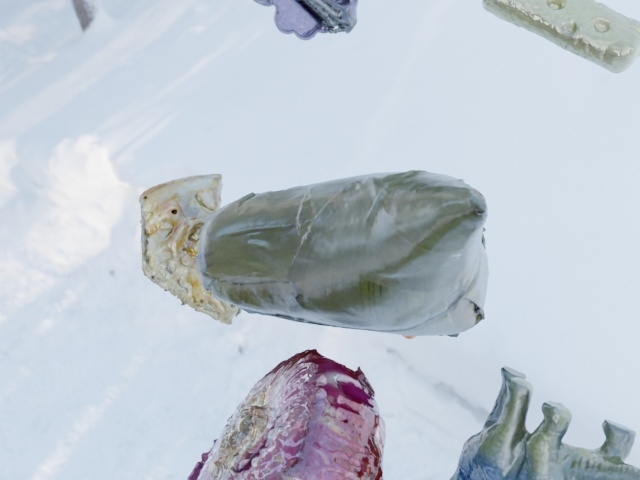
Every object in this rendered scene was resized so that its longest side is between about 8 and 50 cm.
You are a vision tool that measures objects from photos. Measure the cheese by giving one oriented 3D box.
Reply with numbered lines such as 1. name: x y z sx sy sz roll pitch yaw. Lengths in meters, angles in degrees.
1. cheese: 0.279 -0.258 0.761 0.194 0.043 0.065 32 77 17

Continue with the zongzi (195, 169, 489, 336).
1. zongzi: 0.000 0.000 0.701 0.356 0.393 0.174 4 79 13

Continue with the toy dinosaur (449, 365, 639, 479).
1. toy dinosaur: 0.171 0.215 0.539 0.075 0.188 0.248 11 8 -46

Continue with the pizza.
1. pizza: -0.226 0.016 1.178 0.189 0.071 0.297 -8 71 -17

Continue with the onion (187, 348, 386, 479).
1. onion: -0.018 0.214 0.556 0.230 0.163 0.230 -44 9 9

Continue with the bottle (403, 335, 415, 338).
1. bottle: 0.198 0.108 1.193 0.069 0.187 0.069 17 38 -14

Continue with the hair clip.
1. hair clip: -0.020 -0.351 0.941 0.052 0.195 0.124 33 97 51
